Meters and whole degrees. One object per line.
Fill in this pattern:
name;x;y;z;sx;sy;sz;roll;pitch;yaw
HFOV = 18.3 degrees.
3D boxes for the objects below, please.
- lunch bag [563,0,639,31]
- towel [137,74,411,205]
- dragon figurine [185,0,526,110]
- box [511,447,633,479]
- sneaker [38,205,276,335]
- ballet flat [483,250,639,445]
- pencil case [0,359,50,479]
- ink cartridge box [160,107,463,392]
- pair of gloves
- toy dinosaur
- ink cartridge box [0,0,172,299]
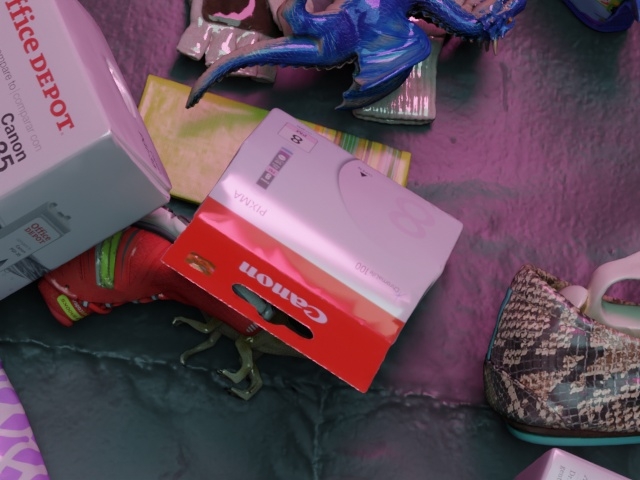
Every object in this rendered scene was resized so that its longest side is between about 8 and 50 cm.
lunch bag;0.217;-0.316;1.672;0.138;0.221;0.293;-20;78;-13
towel;-0.046;-0.061;1.673;0.237;0.021;0.102;17;70;-3
dragon figurine;0.037;-0.161;1.641;0.289;0.085;0.144;-37;92;-17
box;0.183;0.275;1.527;0.119;0.182;0.181;24;73;1
sneaker;-0.164;0.023;1.586;0.279;0.107;0.118;25;82;20
ballet flat;0.377;0.089;1.601;0.483;0.164;0.182;6;106;-4
pencil case;-0.260;0.174;1.542;0.086;0.088;0.206;-23;80;-11
ink cartridge box;0.000;0.000;1.548;0.189;0.232;0.066;33;114;1
pair of gloves;0.006;-0.216;1.710;0.240;0.042;0.204;14;73;-5
toy dinosaur;-0.053;0.079;1.615;0.183;0.053;0.092;28;72;1
ink cartridge box;-0.285;-0.061;1.517;0.283;0.117;0.207;-30;57;5
